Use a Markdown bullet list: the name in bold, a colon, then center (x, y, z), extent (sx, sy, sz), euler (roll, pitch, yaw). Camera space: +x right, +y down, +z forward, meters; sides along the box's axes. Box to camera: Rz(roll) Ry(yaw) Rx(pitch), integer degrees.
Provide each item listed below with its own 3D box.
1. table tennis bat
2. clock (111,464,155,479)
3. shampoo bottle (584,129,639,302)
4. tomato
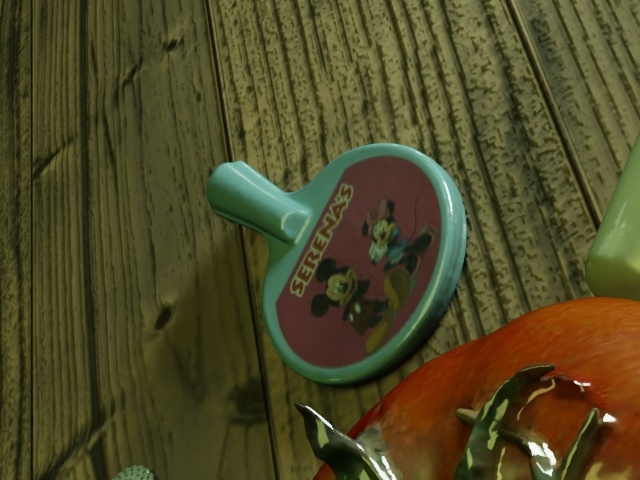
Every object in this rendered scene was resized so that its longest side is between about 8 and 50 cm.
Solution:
- **table tennis bat**: center (0.000, 0.000, 0.844), extent (0.244, 0.040, 0.153), euler (31, 92, 50)
- **clock**: center (-0.135, 0.189, 0.897), extent (0.083, 0.010, 0.074), euler (-54, 35, 8)
- **shampoo bottle**: center (0.165, -0.002, 0.598), extent (0.079, 0.079, 0.162), euler (14, 77, 54)
- **tomato**: center (0.098, 0.147, 0.453), extent (0.256, 0.224, 0.256), euler (-29, 49, 41)
